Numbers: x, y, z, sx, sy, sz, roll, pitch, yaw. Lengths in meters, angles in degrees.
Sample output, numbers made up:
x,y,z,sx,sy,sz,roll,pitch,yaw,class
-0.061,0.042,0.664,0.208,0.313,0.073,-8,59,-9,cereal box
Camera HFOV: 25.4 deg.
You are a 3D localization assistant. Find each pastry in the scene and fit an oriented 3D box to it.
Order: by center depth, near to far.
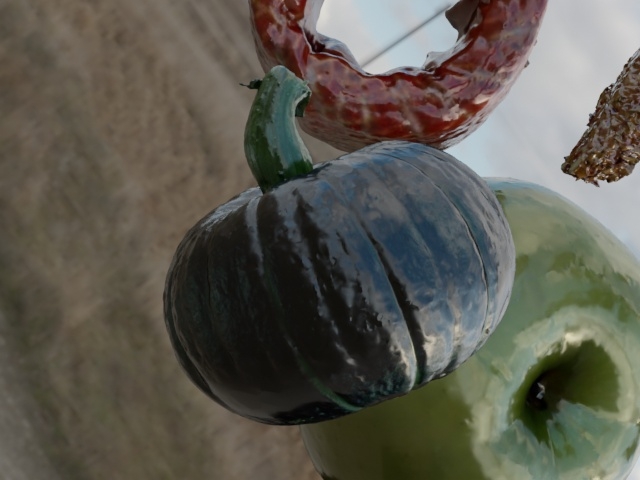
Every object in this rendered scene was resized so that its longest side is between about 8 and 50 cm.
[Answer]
x,y,z,sx,sy,sz,roll,pitch,yaw,class
0.300,-0.116,1.373,0.063,0.169,0.087,35,-14,-9,pastry

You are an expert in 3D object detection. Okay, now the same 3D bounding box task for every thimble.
x,y,z,sx,sy,sz,roll,pitch,yaw,class
0.091,-0.266,1.659,0.350,0.350,0.230,56,-2,1,thimble

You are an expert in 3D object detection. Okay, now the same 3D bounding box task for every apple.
x,y,z,sx,sy,sz,roll,pitch,yaw,class
0.170,0.136,1.707,0.473,0.473,0.473,55,2,-3,apple

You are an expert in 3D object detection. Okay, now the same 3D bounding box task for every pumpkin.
x,y,z,sx,sy,sz,roll,pitch,yaw,class
0.000,0.000,0.981,0.248,0.248,0.248,55,2,-3,pumpkin
